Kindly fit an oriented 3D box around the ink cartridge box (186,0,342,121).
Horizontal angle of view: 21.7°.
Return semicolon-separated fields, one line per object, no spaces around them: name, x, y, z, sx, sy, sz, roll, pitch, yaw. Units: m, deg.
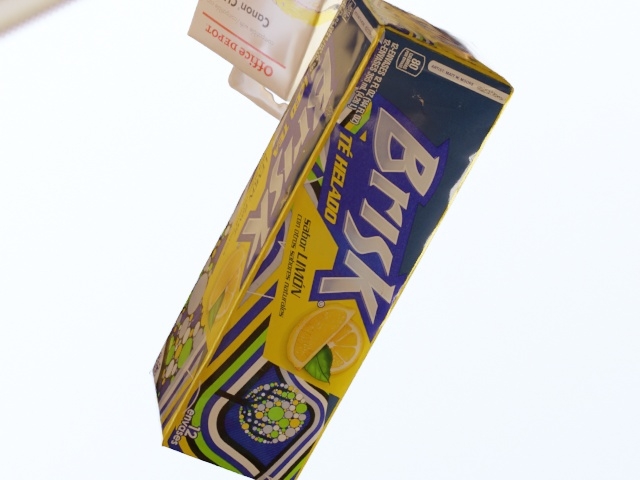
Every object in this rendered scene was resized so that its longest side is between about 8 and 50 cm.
ink cartridge box;-0.022;-0.177;1.206;0.115;0.198;0.067;36;-152;33

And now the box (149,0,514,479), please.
box;0.000;0.000;0.588;0.054;0.169;0.059;22;-163;-19
